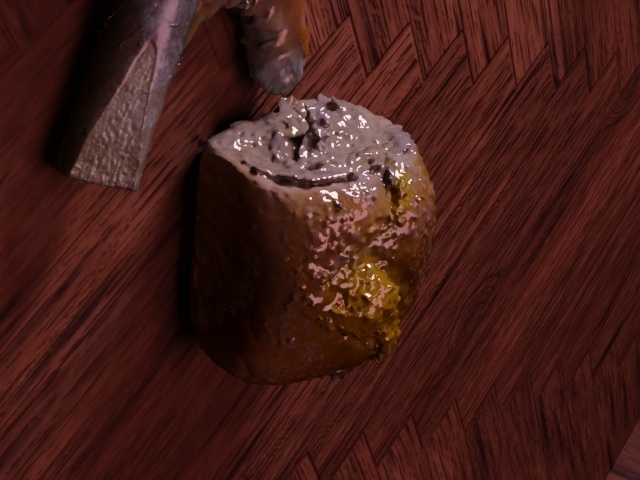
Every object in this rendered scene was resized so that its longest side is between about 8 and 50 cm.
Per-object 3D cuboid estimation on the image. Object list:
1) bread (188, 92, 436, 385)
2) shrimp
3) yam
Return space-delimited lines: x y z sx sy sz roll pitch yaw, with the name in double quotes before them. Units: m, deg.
"bread" 0.000 0.000 1.172 0.196 0.176 0.246 -28 134 -47
"shrimp" -0.073 -0.155 1.096 0.166 0.049 0.161 -45 140 -34
"yam" -0.139 -0.120 0.987 0.068 0.068 0.169 15 94 -60
